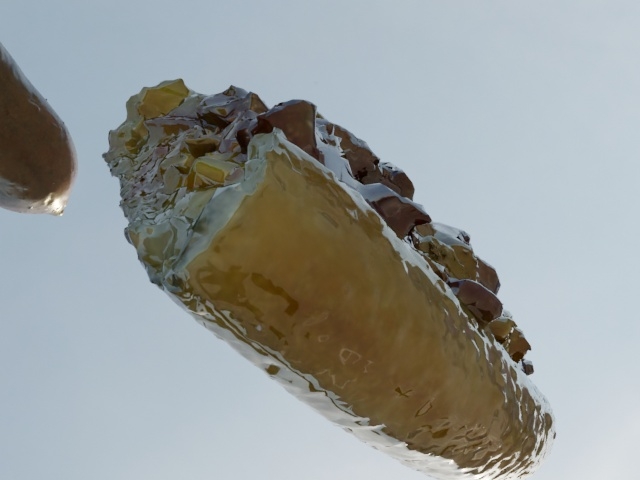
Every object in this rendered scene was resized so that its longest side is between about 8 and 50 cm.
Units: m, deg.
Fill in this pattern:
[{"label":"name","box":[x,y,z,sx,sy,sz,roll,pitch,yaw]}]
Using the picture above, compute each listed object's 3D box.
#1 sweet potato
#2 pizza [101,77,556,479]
[{"label":"sweet potato","box":[-0.287,-0.128,0.948,0.097,0.097,0.292,-52,-48,-19]},{"label":"pizza","box":[0.000,0.000,0.466,0.081,0.229,0.289,-51,-32,1]}]
